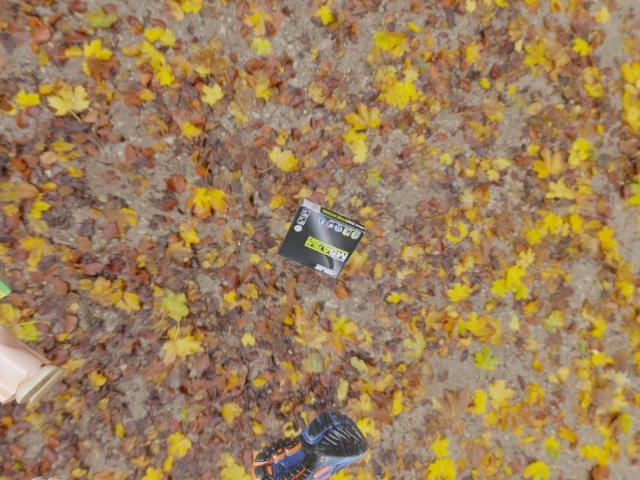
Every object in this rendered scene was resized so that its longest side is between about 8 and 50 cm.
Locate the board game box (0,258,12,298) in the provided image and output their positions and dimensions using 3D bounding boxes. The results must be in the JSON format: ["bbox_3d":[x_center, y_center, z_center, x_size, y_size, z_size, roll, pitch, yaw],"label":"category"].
[{"bbox_3d":[-0.827,-0.023,0.887,0.046,0.213,0.317,-38,129,-24],"label":"board game box"}]

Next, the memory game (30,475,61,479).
[{"bbox_3d":[-0.703,0.621,0.949,0.186,0.012,0.186,-22,137,-23],"label":"memory game"}]

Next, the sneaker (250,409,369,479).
[{"bbox_3d":[-0.017,0.321,0.594,0.221,0.083,0.087,3,125,-41],"label":"sneaker"}]

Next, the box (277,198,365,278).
[{"bbox_3d":[0.000,0.000,1.112,0.190,0.045,0.184,24,122,-9],"label":"box"}]

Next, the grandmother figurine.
[{"bbox_3d":[-0.614,0.143,0.694,0.342,0.208,0.104,40,54,-2],"label":"grandmother figurine"}]
